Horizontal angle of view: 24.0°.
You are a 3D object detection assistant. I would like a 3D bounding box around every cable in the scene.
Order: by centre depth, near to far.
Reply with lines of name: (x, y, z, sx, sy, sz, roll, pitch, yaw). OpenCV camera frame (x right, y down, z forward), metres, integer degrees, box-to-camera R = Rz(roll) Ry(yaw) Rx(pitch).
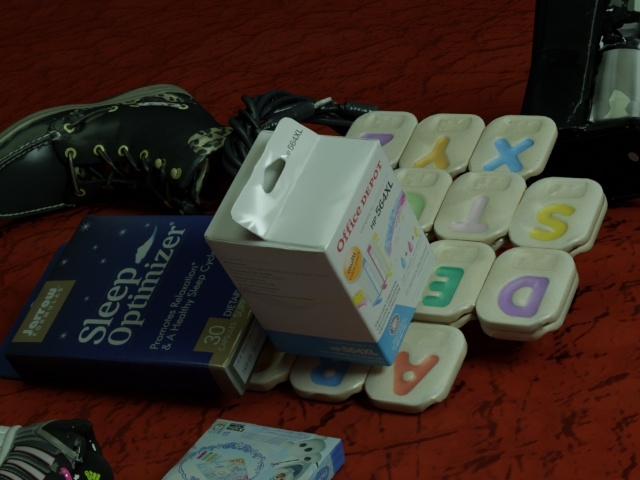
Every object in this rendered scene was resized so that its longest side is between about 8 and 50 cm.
cable: (-0.007, -0.068, 1.240, 0.150, 0.047, 0.184, 22, 40, -3)

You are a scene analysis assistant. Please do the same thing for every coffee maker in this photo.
coffee maker: (0.204, -0.128, 1.190, 0.171, 0.120, 0.178, 6, 56, 9)

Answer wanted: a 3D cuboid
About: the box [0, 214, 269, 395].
box: (-0.131, 0.041, 1.068, 0.225, 0.036, 0.136, -1, 48, 30)

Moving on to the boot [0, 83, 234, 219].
boot: (-0.172, -0.063, 1.308, 0.236, 0.085, 0.178, -24, 31, -28)

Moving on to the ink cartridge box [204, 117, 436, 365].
ink cartridge box: (0.000, 0.000, 0.960, 0.090, 0.143, 0.092, 7, 56, 30)

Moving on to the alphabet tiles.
alphabet tiles: (0.051, 0.000, 1.063, 0.284, 0.021, 0.278, 5, 48, 29)

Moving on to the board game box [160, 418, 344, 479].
board game box: (-0.045, 0.144, 0.900, 0.090, 0.020, 0.090, 5, 29, 29)

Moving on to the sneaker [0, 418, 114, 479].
sneaker: (-0.158, 0.150, 0.878, 0.075, 0.063, 0.170, -17, 21, -1)
